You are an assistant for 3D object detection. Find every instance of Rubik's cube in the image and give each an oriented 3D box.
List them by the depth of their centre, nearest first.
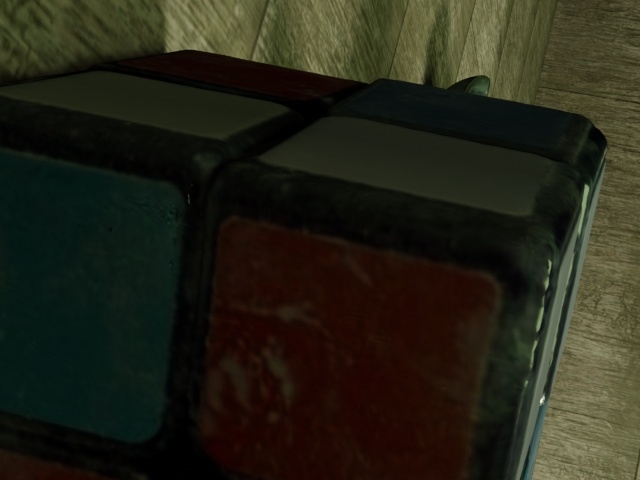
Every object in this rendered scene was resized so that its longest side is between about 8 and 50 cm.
[{"bbox_3d":[-0.022,0.071,0.655,0.316,0.313,0.318,-38,138,-68],"label":"Rubik's cube"}]

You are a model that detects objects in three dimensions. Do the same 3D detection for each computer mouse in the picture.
[{"bbox_3d":[0.220,-0.155,1.836,0.379,0.090,0.167,78,27,-68],"label":"computer mouse"}]
